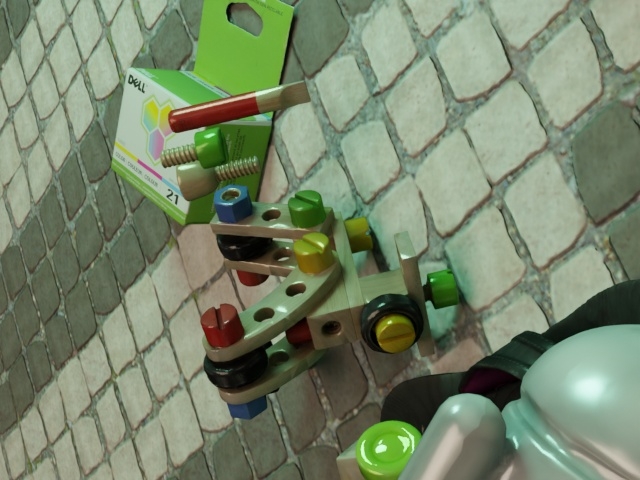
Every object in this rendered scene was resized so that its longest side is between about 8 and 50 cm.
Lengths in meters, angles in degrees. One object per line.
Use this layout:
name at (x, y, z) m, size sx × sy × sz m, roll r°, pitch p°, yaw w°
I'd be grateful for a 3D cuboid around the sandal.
sandal at (0.160, 0.156, 0.968) m, size 0.445 × 0.107 × 0.168 m, roll -36°, pitch 64°, yaw 55°

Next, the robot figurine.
robot figurine at (0.174, 0.201, 0.738) m, size 0.354 × 0.299 × 0.200 m, roll -61°, pitch 21°, yaw 8°

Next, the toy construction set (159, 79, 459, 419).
toy construction set at (0.000, 0.000, 1.148) m, size 0.237 × 0.257 × 0.309 m, roll -13°, pitch 100°, yaw 8°

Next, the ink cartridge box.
ink cartridge box at (-0.141, -0.170, 1.380) m, size 0.188 × 0.097 × 0.255 m, roll 34°, pitch 119°, yaw 46°

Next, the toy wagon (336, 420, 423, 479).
toy wagon at (0.145, 0.297, 0.974) m, size 0.344 × 0.068 × 0.267 m, roll 34°, pitch 151°, yaw 38°
